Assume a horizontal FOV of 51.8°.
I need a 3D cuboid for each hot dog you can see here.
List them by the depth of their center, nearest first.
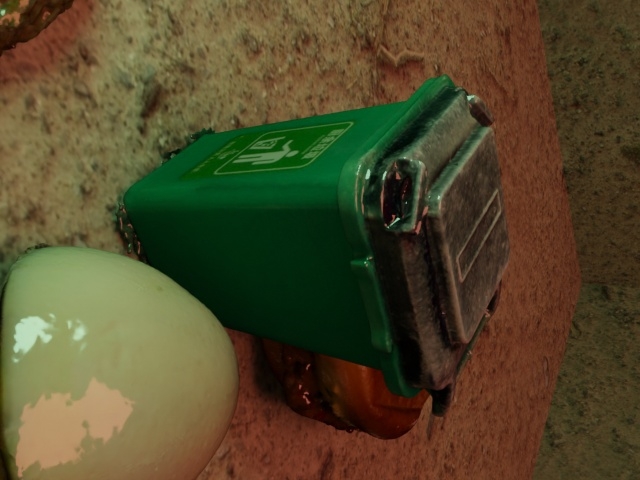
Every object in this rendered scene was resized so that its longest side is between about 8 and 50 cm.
[{"bbox_3d":[0.061,0.186,1.023,0.405,0.185,0.223,27,68,-55],"label":"hot dog"}]

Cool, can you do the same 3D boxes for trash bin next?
[{"bbox_3d":[0.000,0.000,0.739,0.259,0.381,0.295,-47,131,-44],"label":"trash bin"}]

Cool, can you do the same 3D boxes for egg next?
[{"bbox_3d":[-0.163,0.125,0.573,0.286,0.174,0.264,97,-14,-81],"label":"egg"}]

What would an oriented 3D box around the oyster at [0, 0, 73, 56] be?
[{"bbox_3d":[-0.273,-0.262,0.595,0.129,0.078,0.345,55,50,-32],"label":"oyster"}]
